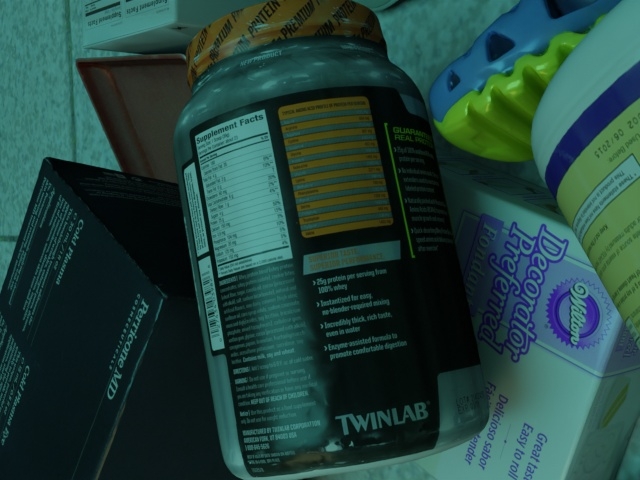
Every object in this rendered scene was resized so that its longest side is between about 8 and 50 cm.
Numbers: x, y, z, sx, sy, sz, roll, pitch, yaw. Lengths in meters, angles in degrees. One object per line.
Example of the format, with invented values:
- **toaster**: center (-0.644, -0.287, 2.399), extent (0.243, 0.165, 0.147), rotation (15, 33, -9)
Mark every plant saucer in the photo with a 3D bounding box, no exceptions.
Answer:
- **plant saucer**: center (-0.168, -0.104, 0.953), extent (0.258, 0.048, 0.259), rotation (12, 128, 47)

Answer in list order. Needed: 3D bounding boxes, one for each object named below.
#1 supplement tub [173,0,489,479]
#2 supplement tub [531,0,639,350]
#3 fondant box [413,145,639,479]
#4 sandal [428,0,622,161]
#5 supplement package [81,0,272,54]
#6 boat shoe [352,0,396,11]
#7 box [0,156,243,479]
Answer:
- **supplement tub**: center (0.000, 0.000, 0.588), extent (0.193, 0.193, 0.316), rotation (-20, 76, 47)
- **supplement tub**: center (0.278, 0.024, 0.384), extent (0.241, 0.241, 0.331), rotation (-42, 63, 42)
- **fondant box**: center (0.111, 0.059, 0.683), extent (0.330, 0.096, 0.238), rotation (29, 114, 42)
- **sandal**: center (0.205, -0.169, 0.516), extent (0.317, 0.126, 0.138), rotation (-32, 60, 19)
- **supplement package**: center (-0.119, -0.332, 0.827), extent (0.198, 0.199, 0.262), rotation (5, 97, 49)
- **boat shoe**: center (0.067, -0.250, 0.749), extent (0.125, 0.038, 0.046), rotation (-4, 132, 54)
- **box**: center (-0.201, 0.139, 0.811), extent (0.312, 0.179, 0.343), rotation (39, 111, 47)
